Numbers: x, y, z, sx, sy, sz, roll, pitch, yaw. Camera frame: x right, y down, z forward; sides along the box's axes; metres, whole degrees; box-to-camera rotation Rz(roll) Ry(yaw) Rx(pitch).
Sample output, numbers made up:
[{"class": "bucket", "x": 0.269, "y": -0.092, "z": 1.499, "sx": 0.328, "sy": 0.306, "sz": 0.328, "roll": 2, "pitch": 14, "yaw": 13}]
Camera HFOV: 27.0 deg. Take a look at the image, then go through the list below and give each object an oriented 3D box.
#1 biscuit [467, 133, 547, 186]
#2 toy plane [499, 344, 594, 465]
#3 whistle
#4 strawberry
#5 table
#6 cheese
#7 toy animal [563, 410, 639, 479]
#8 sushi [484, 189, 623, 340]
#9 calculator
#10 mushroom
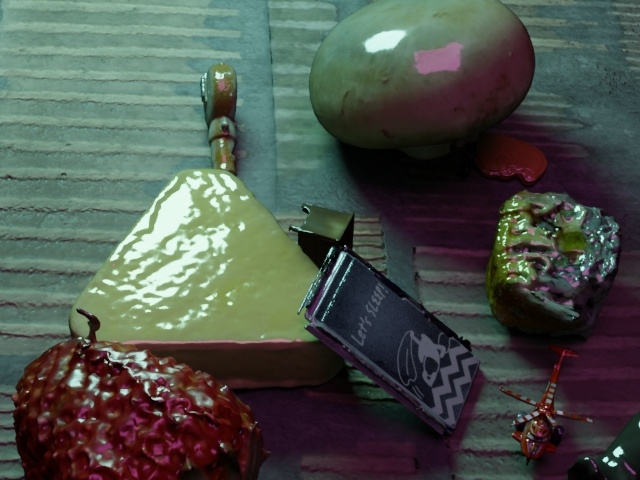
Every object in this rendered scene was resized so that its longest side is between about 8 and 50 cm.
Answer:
[{"class": "biscuit", "x": 0.305, "y": -0.135, "z": 2.177, "sx": 0.130, "sy": 0.019, "sz": 0.102, "roll": 17, "pitch": 47, "yaw": 8}, {"class": "toy plane", "x": 0.299, "y": 0.221, "z": 1.820, "sx": 0.126, "sy": 0.077, "sz": 0.194, "roll": 7, "pitch": 39, "yaw": -6}, {"class": "whistle", "x": -0.160, "y": -0.192, "z": 2.119, "sx": 0.057, "sy": 0.107, "sz": 0.220, "roll": 1, "pitch": 63, "yaw": -12}, {"class": "strawberry", "x": -0.233, "y": 0.228, "z": 1.586, "sx": 0.292, "sy": 0.292, "sz": 0.343, "roll": -33, "pitch": 64, "yaw": -31}, {"class": "table", "x": 0.000, "y": 0.000, "z": 1.972, "sx": 0.082, "sy": 0.083, "sz": 0.070, "roll": 14, "pitch": 44, "yaw": 14}, {"class": "cheese", "x": -0.187, "y": 0.084, "z": 1.853, "sx": 0.383, "sy": 0.104, "sz": 0.384, "roll": 4, "pitch": 48, "yaw": -4}, {"class": "toy animal", "x": 0.409, "y": 0.313, "z": 1.709, "sx": 0.245, "sy": 0.115, "sz": 0.146, "roll": -39, "pitch": 54, "yaw": -13}, {"class": "sushi", "x": 0.336, "y": 0.042, "z": 1.940, "sx": 0.184, "sy": 0.139, "sz": 0.274, "roll": 11, "pitch": 50, "yaw": 6}, {"class": "calculator", "x": 0.098, "y": 0.134, "z": 1.817, "sx": 0.274, "sy": 0.028, "sz": 0.166, "roll": 39, "pitch": 45, "yaw": -11}, {"class": "mushroom", "x": 0.164, "y": -0.240, "z": 2.118, "sx": 0.362, "sy": 0.295, "sz": 0.362, "roll": -14, "pitch": 26, "yaw": 7}]
